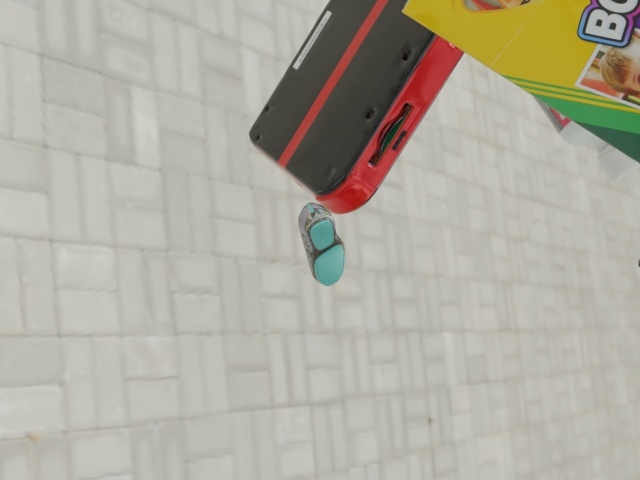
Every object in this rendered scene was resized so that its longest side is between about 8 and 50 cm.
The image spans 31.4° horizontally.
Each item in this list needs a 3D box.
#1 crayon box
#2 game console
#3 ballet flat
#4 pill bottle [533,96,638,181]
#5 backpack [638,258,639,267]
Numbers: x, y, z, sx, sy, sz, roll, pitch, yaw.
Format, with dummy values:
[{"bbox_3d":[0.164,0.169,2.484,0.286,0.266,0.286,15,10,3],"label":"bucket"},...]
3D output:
[{"bbox_3d":[0.296,-0.262,0.986,0.313,0.363,0.106,30,46,-6],"label":"crayon box"},{"bbox_3d":[0.061,-0.250,1.670,0.060,0.342,0.387,29,98,-32],"label":"game console"},{"bbox_3d":[0.000,0.000,1.110,0.114,0.041,0.041,78,20,-55],"label":"ballet flat"},{"bbox_3d":[0.397,-0.252,1.693,0.318,0.176,0.176,56,29,9],"label":"pill bottle"},{"bbox_3d":[0.429,0.061,1.173,0.115,0.152,0.182,-8,81,-28],"label":"backpack"}]
